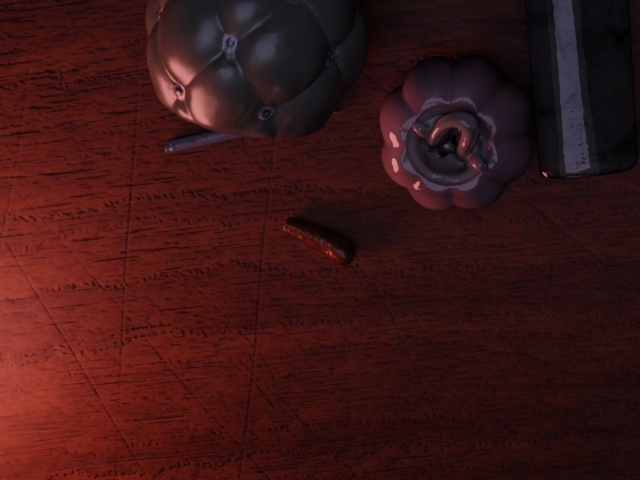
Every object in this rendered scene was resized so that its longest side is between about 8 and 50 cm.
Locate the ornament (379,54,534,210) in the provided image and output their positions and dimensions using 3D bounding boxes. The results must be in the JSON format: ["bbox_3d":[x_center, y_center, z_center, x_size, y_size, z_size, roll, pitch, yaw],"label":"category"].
[{"bbox_3d":[0.149,-0.117,1.562,0.177,0.177,0.177,3,107,10],"label":"ornament"}]

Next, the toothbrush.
[{"bbox_3d":[-0.082,-0.132,1.678,0.220,0.019,0.016,-11,110,14],"label":"toothbrush"}]

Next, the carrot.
[{"bbox_3d":[0.000,0.000,1.697,0.093,0.032,0.032,27,110,8],"label":"carrot"}]

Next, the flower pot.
[{"bbox_3d":[-0.069,-0.227,1.533,0.246,0.246,0.195,14,111,7],"label":"flower pot"}]

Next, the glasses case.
[{"bbox_3d":[0.283,-0.221,1.555,0.114,0.060,0.299,-8,105,1],"label":"glasses case"}]
